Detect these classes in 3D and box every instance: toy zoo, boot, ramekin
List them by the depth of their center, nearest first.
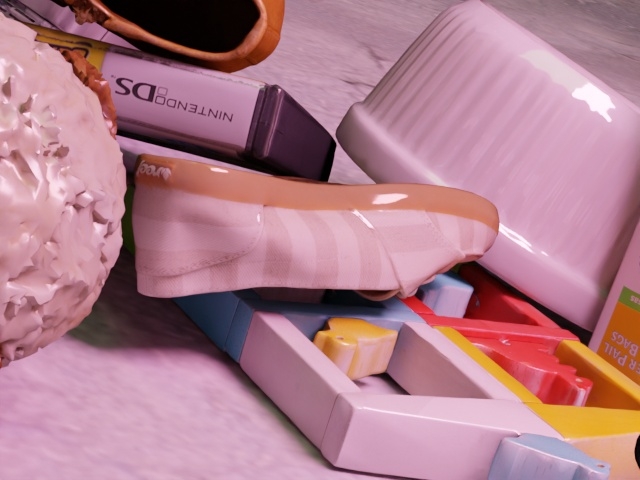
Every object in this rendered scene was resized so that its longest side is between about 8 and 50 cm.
[{"bbox_3d":[-0.141,-0.176,0.806,0.295,0.104,0.211,33,4,-2],"label":"boot"},{"bbox_3d":[0.040,0.047,0.813,0.192,0.030,0.293,7,20,-34],"label":"toy zoo"},{"bbox_3d":[0.121,-0.046,0.970,0.207,0.109,0.207,33,10,-7],"label":"ramekin"}]

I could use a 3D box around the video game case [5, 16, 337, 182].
[{"bbox_3d":[-0.125,-0.076,0.874,0.248,0.035,0.275,14,0,6],"label":"video game case"}]

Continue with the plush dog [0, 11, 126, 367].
[{"bbox_3d":[-0.162,-0.053,0.608,0.225,0.210,0.262,44,41,-14],"label":"plush dog"}]

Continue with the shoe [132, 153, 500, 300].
[{"bbox_3d":[0.000,0.000,0.784,0.076,0.058,0.219,4,-1,44],"label":"shoe"}]

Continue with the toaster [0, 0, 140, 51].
[{"bbox_3d":[-0.131,-0.172,1.088,0.129,0.146,0.227,36,0,-42],"label":"toaster"}]

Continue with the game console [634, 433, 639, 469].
[{"bbox_3d":[0.263,0.185,0.459,0.342,0.060,0.386,23,12,-7],"label":"game console"}]

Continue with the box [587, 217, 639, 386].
[{"bbox_3d":[0.233,-0.001,0.869,0.103,0.203,0.114,-1,26,-47],"label":"box"}]
